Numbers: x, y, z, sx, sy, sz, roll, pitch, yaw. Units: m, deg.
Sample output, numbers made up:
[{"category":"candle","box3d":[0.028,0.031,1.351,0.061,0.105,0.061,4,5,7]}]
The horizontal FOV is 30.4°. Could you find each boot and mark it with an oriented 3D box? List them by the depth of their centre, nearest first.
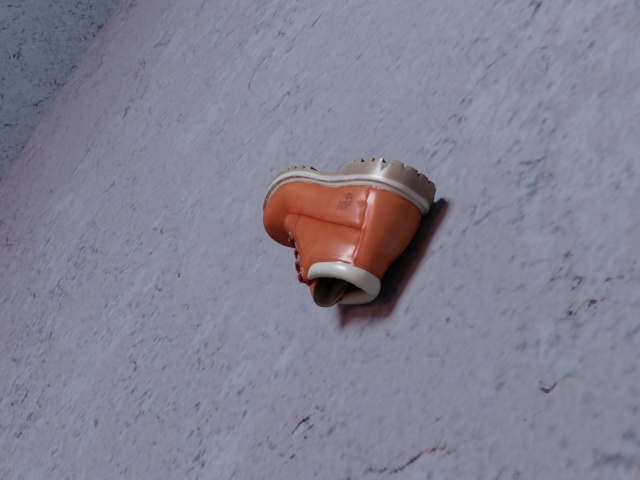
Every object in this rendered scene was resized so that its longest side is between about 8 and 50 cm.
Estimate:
[{"category":"boot","box3d":[0.000,0.000,0.723,0.158,0.059,0.085,-6,58,60]}]
